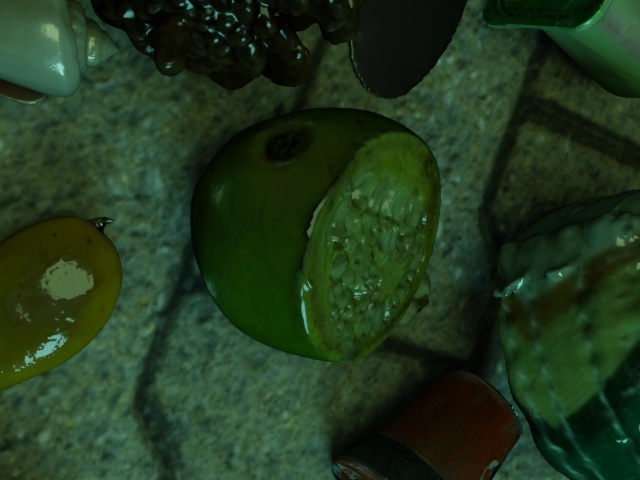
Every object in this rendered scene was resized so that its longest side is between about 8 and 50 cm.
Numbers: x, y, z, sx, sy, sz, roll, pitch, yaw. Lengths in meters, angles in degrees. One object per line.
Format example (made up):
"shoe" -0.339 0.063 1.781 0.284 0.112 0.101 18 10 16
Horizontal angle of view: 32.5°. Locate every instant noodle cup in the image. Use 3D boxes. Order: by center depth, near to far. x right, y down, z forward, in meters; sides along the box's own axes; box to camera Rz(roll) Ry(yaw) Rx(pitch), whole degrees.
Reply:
"instant noodle cup" 0.099 0.186 0.942 0.136 0.127 0.127 -43 111 -23

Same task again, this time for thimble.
"thimble" 0.279 0.087 0.941 0.288 0.167 0.254 47 53 -19

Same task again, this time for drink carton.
"drink carton" 0.254 -0.208 0.952 0.142 0.146 0.144 32 83 -31

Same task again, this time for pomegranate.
"pomegranate" 0.000 -0.014 0.860 0.241 0.159 0.190 -4 108 -51

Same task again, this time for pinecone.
"pinecone" -0.056 -0.247 0.773 0.244 0.244 0.309 43 64 -22

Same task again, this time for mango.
"mango" -0.220 0.052 0.817 0.187 0.066 0.101 -41 109 -5

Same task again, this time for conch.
"conch" -0.232 -0.140 0.766 0.176 0.104 0.094 -9 97 -14

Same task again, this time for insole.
"insole" 0.095 -0.277 0.941 0.109 0.007 0.322 15 90 -26
